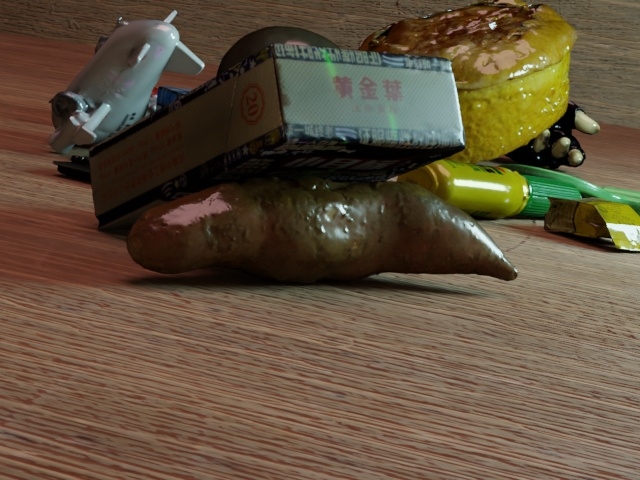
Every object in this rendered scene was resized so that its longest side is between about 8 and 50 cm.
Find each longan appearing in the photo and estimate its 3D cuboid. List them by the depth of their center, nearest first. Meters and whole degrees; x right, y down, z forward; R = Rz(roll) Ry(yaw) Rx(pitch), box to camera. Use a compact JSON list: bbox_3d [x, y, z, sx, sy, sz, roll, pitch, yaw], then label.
[{"bbox_3d":[-0.047,-0.213,2.101,0.220,0.196,0.196,20,12,11],"label":"longan"}]

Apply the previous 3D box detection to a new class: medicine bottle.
[{"bbox_3d":[0.211,-0.057,1.754,0.261,0.064,0.095,6,1,-38],"label":"medicine bottle"}]

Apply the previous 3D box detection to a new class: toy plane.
[{"bbox_3d":[-0.260,-0.202,1.887,0.118,0.252,0.252,43,2,-13],"label":"toy plane"}]

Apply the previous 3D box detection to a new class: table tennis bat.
[{"bbox_3d":[0.349,-0.059,1.907,0.257,0.039,0.160,13,-5,16],"label":"table tennis bat"}]

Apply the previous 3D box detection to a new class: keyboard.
[{"bbox_3d":[-0.191,-0.066,1.626,0.230,0.025,0.094,14,9,33],"label":"keyboard"}]

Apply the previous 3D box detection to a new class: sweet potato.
[{"bbox_3d":[-0.001,-0.009,1.238,0.355,0.095,0.106,4,38,-26],"label":"sweet potato"}]

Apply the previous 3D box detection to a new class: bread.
[{"bbox_3d":[0.228,-0.252,2.293,0.337,0.204,0.358,6,29,25],"label":"bread"}]

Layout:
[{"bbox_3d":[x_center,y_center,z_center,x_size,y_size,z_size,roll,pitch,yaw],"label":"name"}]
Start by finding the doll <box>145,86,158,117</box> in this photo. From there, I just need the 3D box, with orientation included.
[{"bbox_3d":[-0.237,-0.184,2.126,0.228,0.075,0.102,14,-8,-24],"label":"doll"}]

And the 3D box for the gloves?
[{"bbox_3d":[0.369,-0.172,2.413,0.164,0.124,0.203,-28,45,-1],"label":"gloves"}]

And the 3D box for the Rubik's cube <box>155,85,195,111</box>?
[{"bbox_3d":[-0.162,-0.151,1.936,0.092,0.092,0.092,1,11,-30],"label":"Rubik's cube"}]

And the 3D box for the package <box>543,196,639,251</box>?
[{"bbox_3d":[0.323,-0.022,1.677,0.071,0.047,0.131,5,8,-30],"label":"package"}]

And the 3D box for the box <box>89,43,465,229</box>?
[{"bbox_3d":[-0.046,-0.082,1.301,0.198,0.084,0.310,0,-13,-38],"label":"box"}]
